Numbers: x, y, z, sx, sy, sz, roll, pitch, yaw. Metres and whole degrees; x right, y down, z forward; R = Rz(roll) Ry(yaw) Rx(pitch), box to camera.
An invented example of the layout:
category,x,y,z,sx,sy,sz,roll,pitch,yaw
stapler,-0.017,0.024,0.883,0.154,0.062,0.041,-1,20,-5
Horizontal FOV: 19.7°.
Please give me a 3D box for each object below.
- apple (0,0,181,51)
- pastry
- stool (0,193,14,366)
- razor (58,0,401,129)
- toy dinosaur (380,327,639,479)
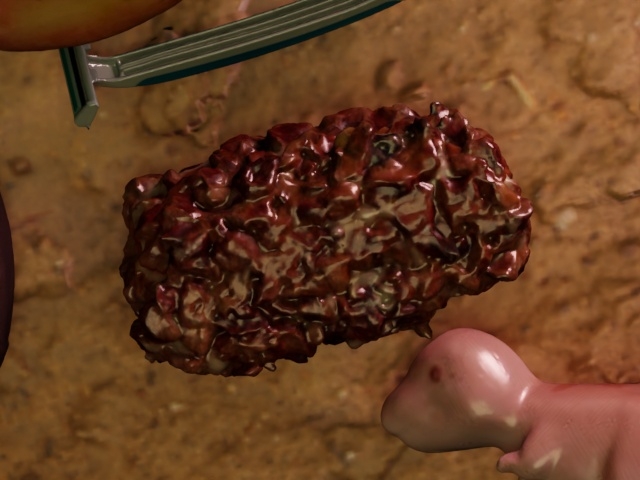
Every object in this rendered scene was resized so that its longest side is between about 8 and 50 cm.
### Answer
category,x,y,z,sx,sy,sz,roll,pitch,yaw
apple,-0.128,-0.185,0.817,0.209,0.164,0.209,0,78,-2
pastry,-0.001,-0.002,0.920,0.208,0.097,0.115,-18,109,3
stool,-0.290,0.028,0.875,0.272,0.178,0.272,0,101,-1
razor,-0.036,-0.107,0.927,0.191,0.037,0.068,-16,61,-2
toy dinosaur,0.151,0.102,0.955,0.194,0.152,0.177,-33,73,12
